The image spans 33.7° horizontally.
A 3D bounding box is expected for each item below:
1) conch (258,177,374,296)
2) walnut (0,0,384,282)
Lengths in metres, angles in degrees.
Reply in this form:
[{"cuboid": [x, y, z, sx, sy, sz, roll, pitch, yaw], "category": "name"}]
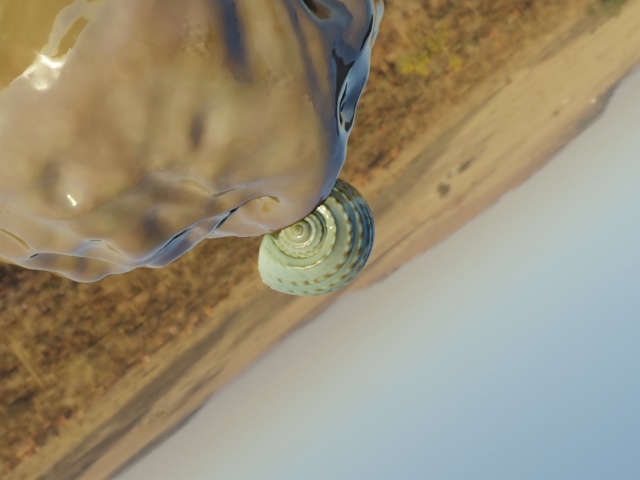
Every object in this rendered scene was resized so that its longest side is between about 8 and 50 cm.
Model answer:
[{"cuboid": [0.002, 0.002, 0.605, 0.085, 0.057, 0.076, 11, 106, -54], "category": "conch"}, {"cuboid": [-0.088, -0.103, 0.524, 0.273, 0.227, 0.273, -161, -90, -85], "category": "walnut"}]
